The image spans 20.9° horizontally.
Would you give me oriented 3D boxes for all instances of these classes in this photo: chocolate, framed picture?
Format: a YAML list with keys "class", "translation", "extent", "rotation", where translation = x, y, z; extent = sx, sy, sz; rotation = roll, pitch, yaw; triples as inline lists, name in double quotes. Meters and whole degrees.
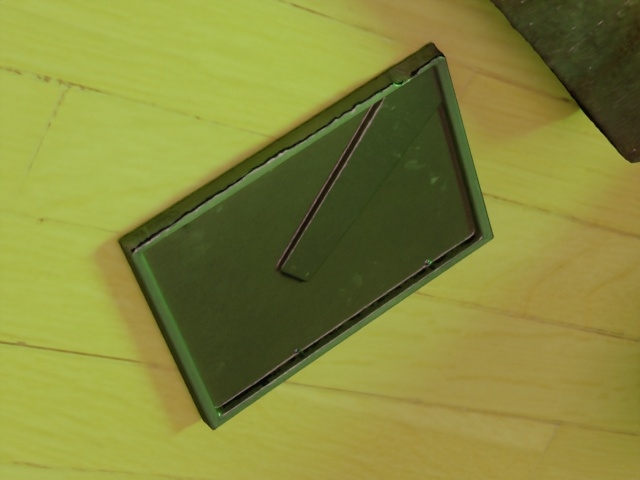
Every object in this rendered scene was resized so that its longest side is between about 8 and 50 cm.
- class: "chocolate"
  translation: [0.204, -0.177, 1.332]
  extent: [0.112, 0.112, 0.321]
  rotation: [-44, 137, 8]
- class: "framed picture"
  translation: [0.000, 0.000, 1.357]
  extent: [0.289, 0.020, 0.211]
  rotation: [-33, 135, -14]
